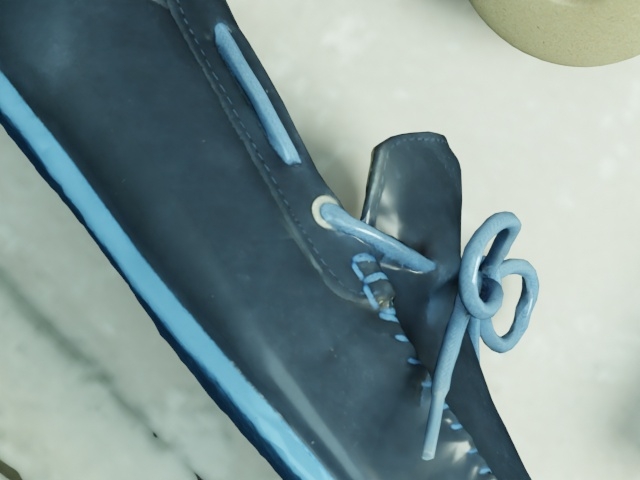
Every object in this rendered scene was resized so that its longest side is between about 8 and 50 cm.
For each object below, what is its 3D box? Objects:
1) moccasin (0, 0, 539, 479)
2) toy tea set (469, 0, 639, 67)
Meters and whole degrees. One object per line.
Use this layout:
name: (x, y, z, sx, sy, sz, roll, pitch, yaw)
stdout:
moccasin: (0.000, 0.000, 0.642, 0.117, 0.138, 0.342, -38, 91, -7)
toy tea set: (0.045, -0.226, 0.670, 0.336, 0.124, 0.200, 41, 120, -4)
